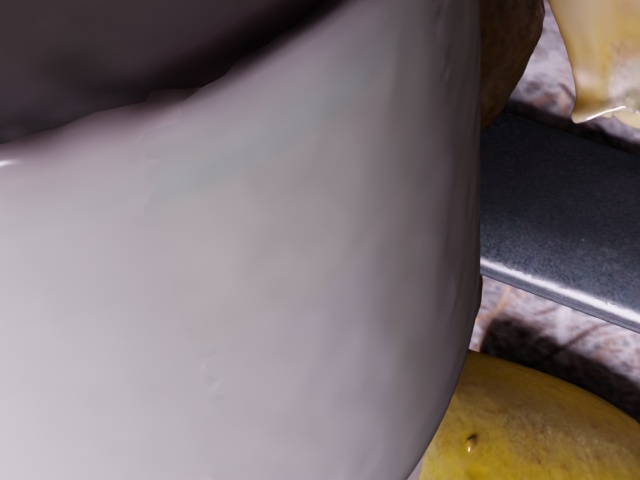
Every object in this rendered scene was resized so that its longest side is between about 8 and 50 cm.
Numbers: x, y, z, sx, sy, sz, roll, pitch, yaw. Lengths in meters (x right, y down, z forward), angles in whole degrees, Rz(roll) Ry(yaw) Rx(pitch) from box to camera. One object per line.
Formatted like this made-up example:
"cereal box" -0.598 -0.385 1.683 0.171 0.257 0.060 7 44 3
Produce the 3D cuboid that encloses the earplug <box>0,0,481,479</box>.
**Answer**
"earplug" -0.085 -0.023 0.709 0.313 0.312 0.394 17 146 21

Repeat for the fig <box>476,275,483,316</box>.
"fig" -0.005 0.014 1.052 0.186 0.142 0.148 23 165 42

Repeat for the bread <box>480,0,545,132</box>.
"bread" 0.001 -0.140 0.878 0.230 0.123 0.230 25 146 19

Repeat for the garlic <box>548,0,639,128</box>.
"garlic" 0.121 -0.166 0.718 0.245 0.164 0.145 59 158 -15

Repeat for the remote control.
"remote control" 0.047 -0.042 0.972 0.378 0.107 0.044 21 146 17

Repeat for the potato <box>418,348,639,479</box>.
"potato" 0.142 0.162 1.108 0.158 0.178 0.203 6 132 14

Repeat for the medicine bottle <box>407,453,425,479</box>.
"medicine bottle" -0.095 0.114 1.252 0.341 0.130 0.130 13 141 25
